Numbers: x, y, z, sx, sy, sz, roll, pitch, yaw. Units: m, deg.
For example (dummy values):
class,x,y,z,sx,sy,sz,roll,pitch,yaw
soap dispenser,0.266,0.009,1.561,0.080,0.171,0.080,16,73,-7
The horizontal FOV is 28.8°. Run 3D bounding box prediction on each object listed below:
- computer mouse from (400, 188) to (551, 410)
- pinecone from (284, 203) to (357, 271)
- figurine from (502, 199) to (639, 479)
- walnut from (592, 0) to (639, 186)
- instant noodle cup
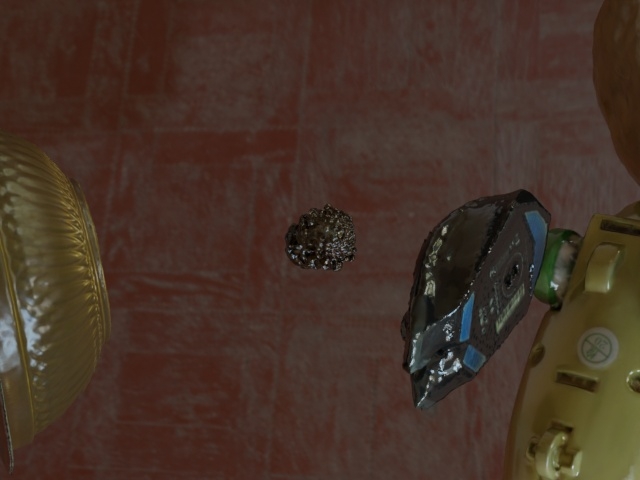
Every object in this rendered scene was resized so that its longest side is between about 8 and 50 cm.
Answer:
class,x,y,z,sx,sy,sz,roll,pitch,yaw
computer mouse,0.070,0.024,0.627,0.047,0.079,0.135,16,51,30
pinecone,0.000,0.000,1.393,0.083,0.077,0.077,-17,58,56
figurine,0.234,0.116,0.942,0.124,0.222,0.324,12,77,37
walnut,0.372,-0.148,1.005,0.306,0.344,0.306,1,56,-2
instant noodle cup,-0.209,0.025,0.897,0.091,0.274,0.274,-11,66,-18
